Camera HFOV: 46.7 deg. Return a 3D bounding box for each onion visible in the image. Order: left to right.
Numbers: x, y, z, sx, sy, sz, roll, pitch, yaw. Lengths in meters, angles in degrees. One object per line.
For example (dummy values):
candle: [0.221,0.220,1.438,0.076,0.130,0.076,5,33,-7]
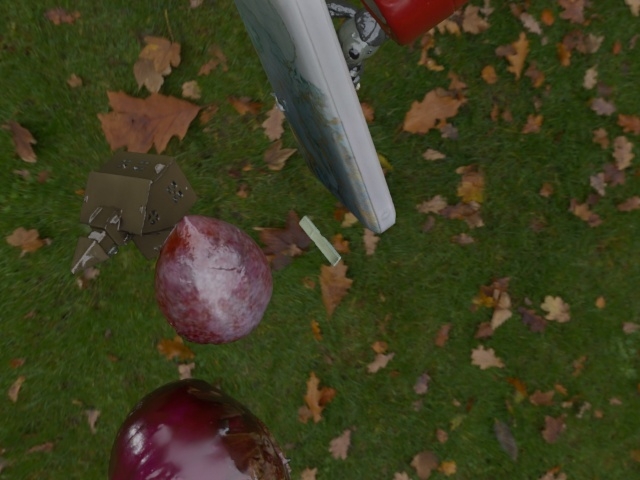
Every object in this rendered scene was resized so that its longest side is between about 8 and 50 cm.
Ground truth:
onion: [-0.241,0.422,1.215,0.385,0.348,0.347,-31,100,-13]

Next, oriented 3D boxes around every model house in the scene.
model house: [-0.356,-0.019,1.337,0.248,0.181,0.176,-54,136,-28]

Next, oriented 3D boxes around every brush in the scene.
brush: [0.000,0.000,0.967,0.016,0.013,0.083,-52,60,20]

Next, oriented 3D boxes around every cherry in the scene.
cherry: [-0.179,0.058,1.198,0.192,0.175,0.249,-8,129,6]

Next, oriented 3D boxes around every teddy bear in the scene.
teddy bear: [0.058,-0.461,1.717,0.171,0.251,0.144,29,55,-7]

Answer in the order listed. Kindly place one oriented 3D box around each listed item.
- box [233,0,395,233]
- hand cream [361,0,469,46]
box: [-0.008,-0.131,0.640,0.044,0.142,0.285,-35,138,-10]
hand cream: [0.091,-0.354,0.867,0.149,0.230,0.230,-33,101,8]
